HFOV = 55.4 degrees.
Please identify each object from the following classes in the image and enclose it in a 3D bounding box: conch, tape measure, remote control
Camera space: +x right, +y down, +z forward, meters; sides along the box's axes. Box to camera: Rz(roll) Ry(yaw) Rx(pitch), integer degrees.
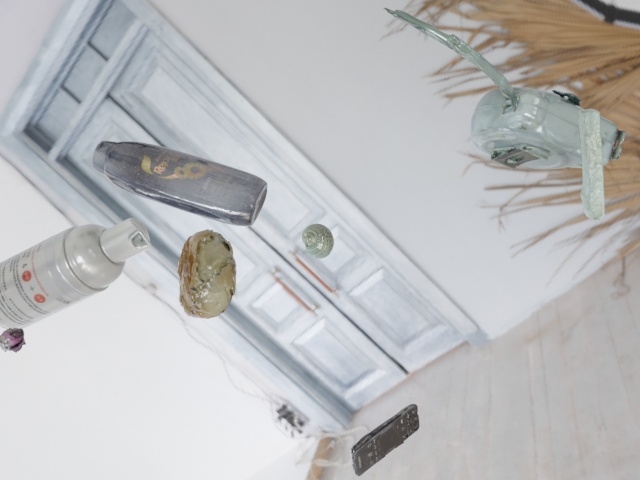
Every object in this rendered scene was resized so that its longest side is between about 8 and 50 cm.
[{"bbox_3d":[0.002,-0.001,1.322,0.085,0.076,0.056,-11,-12,-40],"label":"conch"},{"bbox_3d":[0.195,-0.164,0.747,0.164,0.330,0.084,165,123,-69],"label":"tape measure"},{"bbox_3d":[0.067,0.205,0.636,0.096,0.039,0.014,-24,28,-32],"label":"remote control"}]

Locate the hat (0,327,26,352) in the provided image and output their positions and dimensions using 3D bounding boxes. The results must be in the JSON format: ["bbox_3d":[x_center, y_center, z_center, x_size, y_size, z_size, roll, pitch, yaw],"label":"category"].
[{"bbox_3d":[-0.525,0.163,0.833,0.227,0.129,0.140,-21,-32,-32],"label":"hat"}]

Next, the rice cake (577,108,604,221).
[{"bbox_3d":[0.279,-0.077,0.629,0.021,0.121,0.022,-12,26,9],"label":"rice cake"}]

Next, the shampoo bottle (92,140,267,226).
[{"bbox_3d":[-0.191,-0.082,0.822,0.049,0.233,0.087,100,-170,-49],"label":"shampoo bottle"}]

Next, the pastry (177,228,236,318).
[{"bbox_3d":[-0.192,0.056,1.021,0.153,0.081,0.154,180,90,-67],"label":"pastry"}]

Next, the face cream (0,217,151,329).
[{"bbox_3d":[-0.483,0.049,1.213,0.369,0.146,0.145,-23,13,13],"label":"face cream"}]
